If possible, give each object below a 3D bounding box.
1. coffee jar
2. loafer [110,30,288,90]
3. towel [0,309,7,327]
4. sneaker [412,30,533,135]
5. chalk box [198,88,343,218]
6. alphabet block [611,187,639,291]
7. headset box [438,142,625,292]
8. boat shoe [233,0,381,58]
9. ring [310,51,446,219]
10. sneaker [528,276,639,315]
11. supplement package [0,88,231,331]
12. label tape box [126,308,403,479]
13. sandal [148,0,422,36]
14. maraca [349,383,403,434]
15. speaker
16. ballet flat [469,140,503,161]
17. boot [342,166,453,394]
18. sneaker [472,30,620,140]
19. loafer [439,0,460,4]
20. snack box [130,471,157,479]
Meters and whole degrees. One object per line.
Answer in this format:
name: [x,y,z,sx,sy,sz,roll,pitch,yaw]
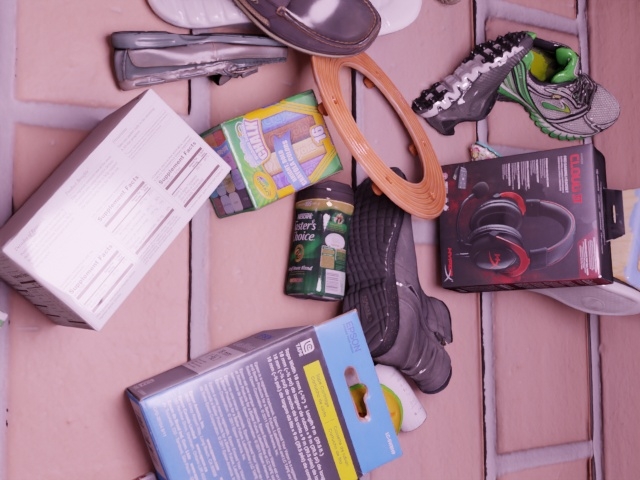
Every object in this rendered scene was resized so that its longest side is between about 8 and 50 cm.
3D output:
coffee jar: [0.000,0.000,1.233,0.079,0.096,0.185,12,79,-30]
loafer: [-0.174,-0.264,1.167,0.267,0.096,0.084,-5,108,-24]
towel: [-0.550,0.178,0.922,0.247,0.038,0.325,33,70,-26]
sneaker: [0.281,-0.270,1.397,0.234,0.078,0.106,-37,123,10]
chalk box: [-0.101,-0.118,1.161,0.213,0.132,0.132,-26,99,-31]
alphabet block: [0.582,0.024,1.523,0.193,0.197,0.193,25,73,-27]
headset box: [0.353,-0.031,1.318,0.110,0.293,0.218,16,72,-58]
boat shoe: [-0.073,-0.371,1.081,0.355,0.130,0.132,30,88,-6]
ring: [0.090,-0.178,1.247,0.336,0.032,0.337,39,32,-31]
sneaker: [0.443,0.031,1.413,0.147,0.295,0.105,-59,152,-28]
supplement package: [-0.278,-0.034,1.005,0.145,0.204,0.262,46,65,-21]
label tape box: [-0.076,0.264,1.140,0.333,0.106,0.241,-20,97,-24]
sandal: [-0.054,-0.389,1.204,0.415,0.102,0.170,1,90,-9]
maraca: [0.051,0.304,1.242,0.127,0.099,0.186,38,93,-14]
speaker: [0.121,0.247,1.309,0.055,0.055,0.136,-40,106,-27]
ballet flat: [0.362,-0.097,1.471,0.240,0.091,0.077,27,95,-23]
boot: [0.135,0.068,1.310,0.222,0.118,0.338,33,57,-43]
sneaker: [0.452,-0.287,1.500,0.343,0.146,0.134,16,78,-30]
loafer: [0.211,-0.554,1.403,0.092,0.102,0.269,-24,98,-24]
snack box: [-0.298,0.379,1.065,0.178,0.022,0.064,-19,97,-31]
